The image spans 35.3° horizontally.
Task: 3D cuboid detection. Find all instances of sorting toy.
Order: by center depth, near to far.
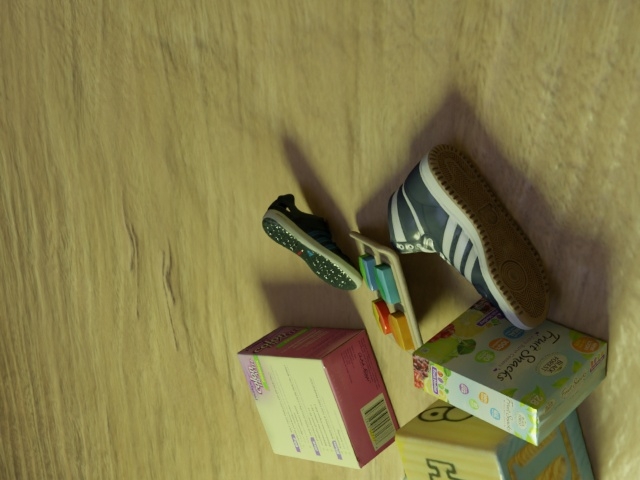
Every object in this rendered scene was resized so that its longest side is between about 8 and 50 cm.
[{"bbox_3d":[0.105,0.092,1.561,0.193,0.038,0.208,-149,36,-74],"label":"sorting toy"}]

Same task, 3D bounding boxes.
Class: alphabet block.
[{"bbox_3d":[0.260,0.332,1.483,0.197,0.192,0.193,-1,110,50],"label":"alphabet block"}]

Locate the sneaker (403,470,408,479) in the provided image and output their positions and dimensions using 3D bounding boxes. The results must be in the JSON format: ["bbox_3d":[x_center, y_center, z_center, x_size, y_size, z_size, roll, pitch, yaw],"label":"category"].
[{"bbox_3d":[0.195,0.441,1.720,0.122,0.110,0.283,50,142,43],"label":"sneaker"}]

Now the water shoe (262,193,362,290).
[{"bbox_3d":[0.000,0.000,1.665,0.203,0.080,0.073,39,148,-13],"label":"water shoe"}]

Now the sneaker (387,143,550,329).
[{"bbox_3d":[0.201,0.017,1.420,0.282,0.099,0.153,60,140,9],"label":"sneaker"}]

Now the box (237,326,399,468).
[{"bbox_3d":[-0.004,0.276,1.805,0.243,0.117,0.213,-5,110,49],"label":"box"}]

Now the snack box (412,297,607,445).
[{"bbox_3d":[0.261,0.173,1.390,0.207,0.174,0.070,22,131,38],"label":"snack box"}]
